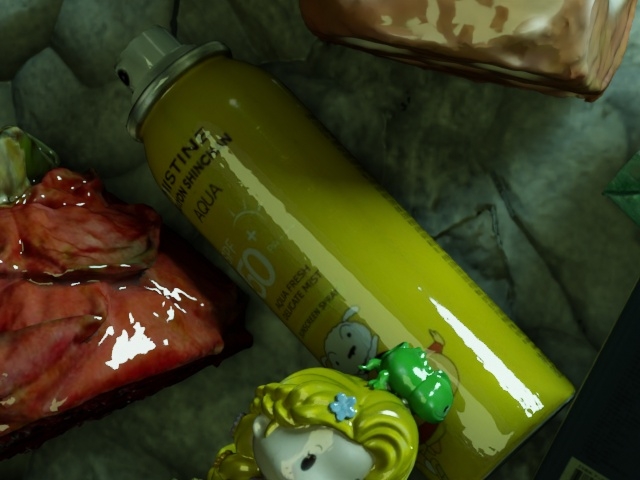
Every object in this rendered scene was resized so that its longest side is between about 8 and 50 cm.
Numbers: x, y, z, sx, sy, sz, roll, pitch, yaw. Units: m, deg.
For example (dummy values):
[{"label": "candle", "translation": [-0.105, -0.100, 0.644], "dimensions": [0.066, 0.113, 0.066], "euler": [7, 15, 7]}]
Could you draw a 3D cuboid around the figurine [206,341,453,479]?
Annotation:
[{"label": "figurine", "translation": [-0.004, 0.110, 0.850], "dimensions": [0.156, 0.115, 0.095], "euler": [-48, 119, 2]}]

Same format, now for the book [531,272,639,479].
[{"label": "book", "translation": [0.226, 0.119, 0.814], "dimensions": [0.191, 0.269, 0.025], "euler": [32, 55, 14]}]

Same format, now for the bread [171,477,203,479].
[{"label": "bread", "translation": [0.015, 0.325, 0.915], "dimensions": [0.324, 0.143, 0.333], "euler": [3, 92, 18]}]

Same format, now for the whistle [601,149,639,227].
[{"label": "whistle", "translation": [0.243, 0.024, 0.896], "dimensions": [0.039, 0.039, 0.186], "euler": [-46, 79, 12]}]

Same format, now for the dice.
[{"label": "dice", "translation": [0.094, -0.182, 0.871], "dimensions": [0.179, 0.175, 0.174], "euler": [15, 95, 20]}]

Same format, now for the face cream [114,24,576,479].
[{"label": "face cream", "translation": [0.000, 0.000, 0.936], "dimensions": [0.105, 0.105, 0.348], "euler": [-45, 78, 12]}]

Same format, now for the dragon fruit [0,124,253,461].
[{"label": "dragon fruit", "translation": [-0.217, 0.032, 0.927], "dimensions": [0.317, 0.152, 0.205], "euler": [-25, 83, -5]}]
